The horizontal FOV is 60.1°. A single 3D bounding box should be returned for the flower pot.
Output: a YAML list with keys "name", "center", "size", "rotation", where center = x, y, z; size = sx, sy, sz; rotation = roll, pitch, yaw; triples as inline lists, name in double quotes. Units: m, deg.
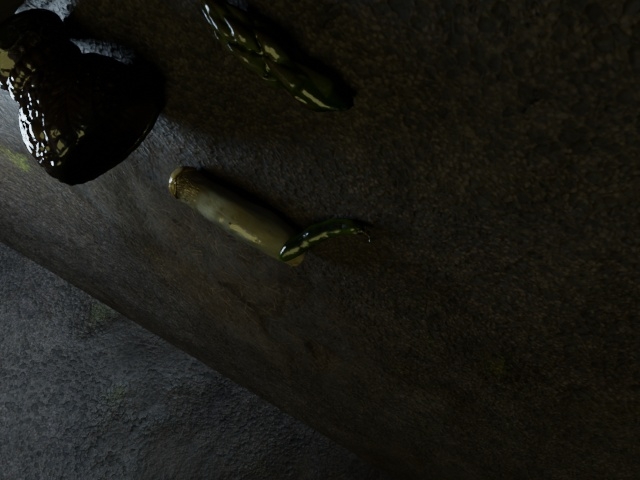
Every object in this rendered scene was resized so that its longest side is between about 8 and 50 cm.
- name: "flower pot"
  center: [-0.498, -0.289, 1.089]
  size: [0.267, 0.266, 0.266]
  rotation: [47, 147, -1]

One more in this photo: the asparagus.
- name: "asparagus"
  center: [-0.076, -0.283, 0.862]
  size: [0.287, 0.080, 0.080]
  rotation: [40, 148, -8]

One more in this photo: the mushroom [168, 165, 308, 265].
- name: "mushroom"
  center: [-0.184, -0.055, 1.257]
  size: [0.351, 0.095, 0.123]
  rotation: [33, 172, 3]

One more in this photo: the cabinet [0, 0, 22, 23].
- name: "cabinet"
  center: [-0.677, -0.502, 1.046]
  size: [0.215, 0.148, 0.175]
  rotation: [-14, 125, 45]

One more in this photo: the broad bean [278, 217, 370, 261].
- name: "broad bean"
  center: [0.000, -0.005, 1.155]
  size: [0.227, 0.069, 0.039]
  rotation: [-14, 164, 32]
